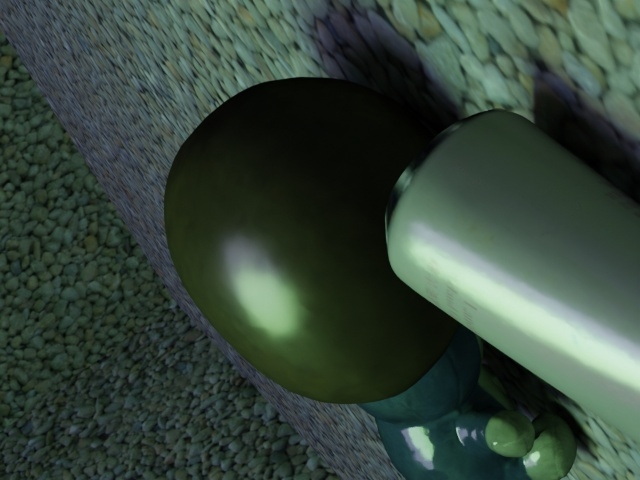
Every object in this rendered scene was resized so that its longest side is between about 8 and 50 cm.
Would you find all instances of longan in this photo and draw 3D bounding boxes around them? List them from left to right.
[{"bbox_3d":[0.000,0.000,1.006,0.246,0.215,0.246,168,90,-82],"label":"longan"}]

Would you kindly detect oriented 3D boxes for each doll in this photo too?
[{"bbox_3d":[0.089,0.105,1.192,0.258,0.154,0.228,64,169,-19],"label":"doll"}]

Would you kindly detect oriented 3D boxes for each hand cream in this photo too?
[{"bbox_3d":[0.190,0.066,0.744,0.358,0.118,0.185,40,164,28],"label":"hand cream"}]
